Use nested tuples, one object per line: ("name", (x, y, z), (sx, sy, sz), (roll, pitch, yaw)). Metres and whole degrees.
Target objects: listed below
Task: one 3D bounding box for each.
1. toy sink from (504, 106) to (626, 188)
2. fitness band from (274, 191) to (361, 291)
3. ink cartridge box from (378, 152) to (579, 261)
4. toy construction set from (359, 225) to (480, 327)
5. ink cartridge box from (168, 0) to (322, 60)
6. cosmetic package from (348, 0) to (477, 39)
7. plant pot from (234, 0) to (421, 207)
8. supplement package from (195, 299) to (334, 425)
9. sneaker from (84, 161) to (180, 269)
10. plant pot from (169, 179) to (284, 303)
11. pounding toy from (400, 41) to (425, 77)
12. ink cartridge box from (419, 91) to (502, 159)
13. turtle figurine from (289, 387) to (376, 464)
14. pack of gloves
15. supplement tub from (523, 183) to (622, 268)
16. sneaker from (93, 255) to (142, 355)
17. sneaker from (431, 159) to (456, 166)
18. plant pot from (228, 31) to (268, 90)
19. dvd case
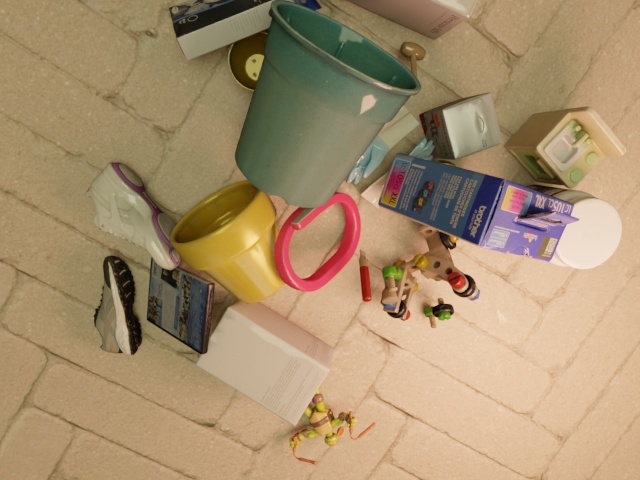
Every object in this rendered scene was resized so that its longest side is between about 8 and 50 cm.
("toy sink", (0.609, -0.231, 1.156), (0.152, 0.234, 0.131), (42, 94, -13))
("fitness band", (0.000, 0.000, 1.146), (0.291, 0.054, 0.209), (-41, 128, -35))
("ink cartridge box", (0.368, -0.073, 1.045), (0.269, 0.395, 0.151), (9, 105, -34))
("toy construction set", (0.242, 0.065, 1.208), (0.308, 0.257, 0.237), (12, 56, -24))
("ink cartridge box", (-0.177, -0.536, 1.046), (0.332, 0.165, 0.065), (-22, 141, -3))
("cosmetic package", (0.127, -0.640, 1.024), (0.452, 0.230, 0.162), (19, 99, -9))
("plant pot", (-0.014, -0.274, 0.998), (0.341, 0.341, 0.334), (25, 122, -10))
("supplement package", (-0.136, 0.300, 1.184), (0.292, 0.175, 0.178), (32, 97, 2))
("sneaker", (-0.466, -0.041, 1.138), (0.152, 0.114, 0.305), (-37, 86, 9))
("plant pot", (-0.197, 0.017, 1.127), (0.253, 0.254, 0.239), (-30, 119, 0))
("pounding toy", (0.139, -0.377, 1.114), (0.154, 0.155, 0.270), (23, 98, -15))
("ink cartridge box", (0.350, -0.285, 1.146), (0.127, 0.176, 0.128), (-20, 103, -2))
("turtle figurine", (0.008, 0.506, 1.313), (0.269, 0.087, 0.218), (-27, 93, 15))
("pack of gloves", (0.180, -0.194, 1.147), (0.232, 0.046, 0.195), (-43, 130, 16))
("supplement tub", (0.602, -0.041, 1.174), (0.191, 0.272, 0.191), (-1, 102, -6))
("sneaker", (-0.543, 0.174, 1.183), (0.107, 0.100, 0.272), (-1, 102, -1))
("sneaker", (0.326, -0.199, 1.239), (0.083, 0.032, 0.037), (6, 115, -2))
("plant pot", (-0.153, -0.426, 1.103), (0.134, 0.095, 0.134), (-1, 101, -6))
("dvd case", (-0.360, 0.158, 1.149), (0.022, 0.252, 0.181), (-6, 108, -51))
